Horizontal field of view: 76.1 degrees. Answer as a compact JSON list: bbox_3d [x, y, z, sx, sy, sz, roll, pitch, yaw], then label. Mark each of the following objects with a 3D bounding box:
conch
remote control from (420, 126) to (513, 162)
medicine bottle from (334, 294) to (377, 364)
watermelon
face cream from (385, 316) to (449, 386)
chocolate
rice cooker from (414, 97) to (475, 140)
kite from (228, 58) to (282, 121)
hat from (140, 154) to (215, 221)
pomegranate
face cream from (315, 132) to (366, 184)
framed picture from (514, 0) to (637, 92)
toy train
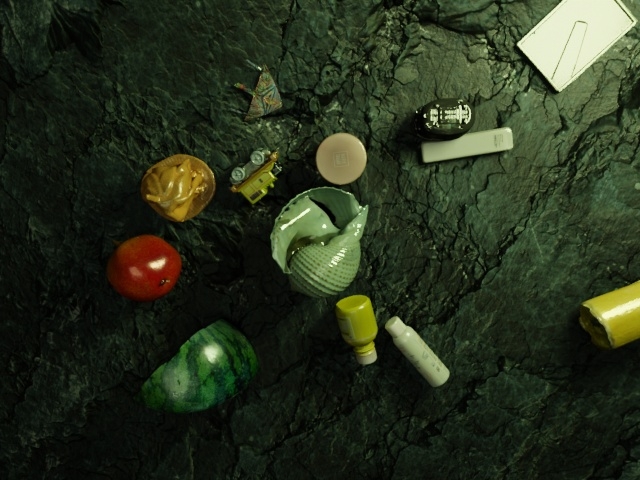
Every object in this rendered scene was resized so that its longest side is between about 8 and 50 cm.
[{"bbox_3d":[-0.007,0.005,1.248,0.303,0.215,0.319,39,73,-10],"label":"conch"},{"bbox_3d":[0.433,-0.283,1.220,0.261,0.029,0.067,-8,102,10],"label":"remote control"},{"bbox_3d":[0.128,0.298,1.346,0.122,0.122,0.212,-13,102,9],"label":"medicine bottle"},{"bbox_3d":[-0.403,0.398,1.361,0.319,0.292,0.222,9,109,13],"label":"watermelon"},{"bbox_3d":[0.317,0.366,1.364,0.082,0.082,0.269,-40,96,14],"label":"face cream"},{"bbox_3d":[1.016,0.179,1.215,0.445,0.162,0.162,-25,100,7],"label":"chocolate"},{"bbox_3d":[0.354,-0.344,1.169,0.165,0.106,0.112,-3,89,-1],"label":"rice cooker"},{"bbox_3d":[-0.188,-0.447,1.256,0.160,0.010,0.183,24,109,-3],"label":"kite"},{"bbox_3d":[-0.482,-0.150,1.248,0.244,0.233,0.233,24,104,-1],"label":"hat"},{"bbox_3d":[-0.581,0.080,1.335,0.257,0.221,0.221,41,106,23],"label":"pomegranate"},{"bbox_3d":[0.064,-0.246,1.228,0.149,0.104,0.149,2,104,6],"label":"face cream"},{"bbox_3d":[0.699,-0.567,1.120,0.189,0.023,0.260,44,104,-5],"label":"framed picture"},{"bbox_3d":[-0.196,-0.206,1.280,0.219,0.089,0.127,-37,108,13],"label":"toy train"}]
